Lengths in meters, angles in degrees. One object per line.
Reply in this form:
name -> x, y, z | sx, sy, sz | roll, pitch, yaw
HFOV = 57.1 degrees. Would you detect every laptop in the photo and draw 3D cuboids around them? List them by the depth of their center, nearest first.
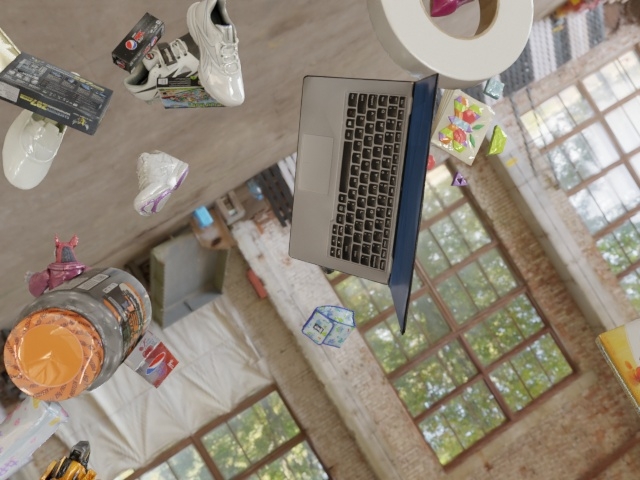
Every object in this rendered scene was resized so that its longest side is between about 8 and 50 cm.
laptop -> 0.049, -0.096, 1.033 | 0.408, 0.382, 0.236 | 15, -165, 34

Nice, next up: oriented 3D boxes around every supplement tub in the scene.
supplement tub -> -0.445, 0.168, 1.104 | 0.193, 0.194, 0.316 | -31, -171, 2

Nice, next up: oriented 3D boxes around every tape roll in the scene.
tape roll -> 0.285, -0.528, 1.283 | 0.392, 0.392, 0.072 | -31, -174, -18

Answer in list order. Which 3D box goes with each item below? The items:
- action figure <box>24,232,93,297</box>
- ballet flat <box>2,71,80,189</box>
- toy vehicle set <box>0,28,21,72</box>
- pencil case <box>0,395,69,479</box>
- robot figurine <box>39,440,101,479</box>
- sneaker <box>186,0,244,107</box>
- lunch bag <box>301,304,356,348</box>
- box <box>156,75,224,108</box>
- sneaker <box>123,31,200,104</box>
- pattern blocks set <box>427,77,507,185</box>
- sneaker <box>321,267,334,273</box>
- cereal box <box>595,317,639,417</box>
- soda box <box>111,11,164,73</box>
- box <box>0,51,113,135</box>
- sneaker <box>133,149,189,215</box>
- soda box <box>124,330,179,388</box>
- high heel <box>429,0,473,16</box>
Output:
action figure -> -0.648, 0.166, 1.491 | 0.248, 0.370, 0.276 | -7, -173, -8
ballet flat -> -0.766, -0.329, 1.647 | 0.139, 0.139, 0.400 | -32, -139, 45
toy vehicle set -> -0.909, -0.469, 1.555 | 0.035, 0.166, 0.267 | -7, -133, 22
pencil case -> -0.727, 0.478, 1.377 | 0.273, 0.113, 0.124 | -46, -175, -18
robot figurine -> -0.401, 0.427, 0.876 | 0.291, 0.085, 0.211 | -58, -176, 41
sneaker -> -0.267, -0.500, 1.558 | 0.111, 0.297, 0.129 | -24, -171, -35
lunch bag -> 0.027, 0.288, 2.001 | 0.096, 0.151, 0.129 | -93, -153, -50
box -> -0.356, -0.427, 1.696 | 0.207, 0.036, 0.114 | -3, 161, -2
sneaker -> -0.497, -0.576, 1.907 | 0.330, 0.122, 0.146 | -39, 161, 14
pattern blocks set -> 0.372, -0.306, 1.572 | 0.285, 0.325, 0.026 | 12, 175, -15
sneaker -> 0.000, 0.000, 1.716 | 0.101, 0.106, 0.267 | -11, -153, -1
cereal box -> 0.608, 0.189, 0.960 | 0.240, 0.173, 0.047 | -25, 153, 5
soda box -> -0.499, -0.541, 1.613 | 0.169, 0.060, 0.053 | -60, -178, -22
box -> -0.636, -0.356, 1.421 | 0.059, 0.232, 0.183 | -57, -156, 28
sneaker -> -0.516, -0.179, 1.785 | 0.114, 0.152, 0.305 | -50, -168, 28
soda box -> -0.426, 0.285, 1.444 | 0.092, 0.083, 0.263 | -51, 170, -20
high heel -> 0.268, -0.652, 1.411 | 0.117, 0.244, 0.082 | -24, 177, -6
